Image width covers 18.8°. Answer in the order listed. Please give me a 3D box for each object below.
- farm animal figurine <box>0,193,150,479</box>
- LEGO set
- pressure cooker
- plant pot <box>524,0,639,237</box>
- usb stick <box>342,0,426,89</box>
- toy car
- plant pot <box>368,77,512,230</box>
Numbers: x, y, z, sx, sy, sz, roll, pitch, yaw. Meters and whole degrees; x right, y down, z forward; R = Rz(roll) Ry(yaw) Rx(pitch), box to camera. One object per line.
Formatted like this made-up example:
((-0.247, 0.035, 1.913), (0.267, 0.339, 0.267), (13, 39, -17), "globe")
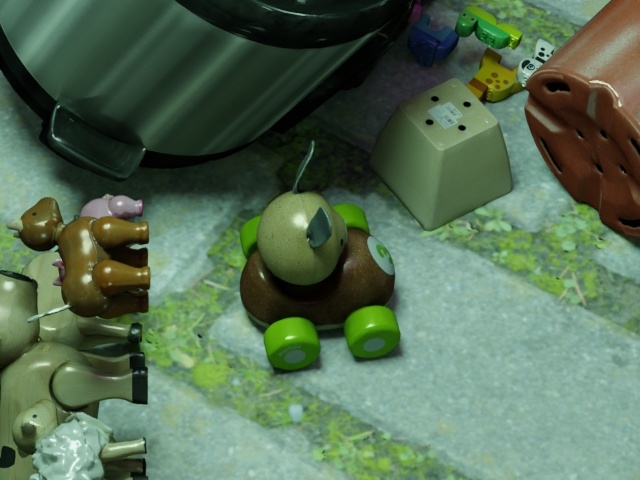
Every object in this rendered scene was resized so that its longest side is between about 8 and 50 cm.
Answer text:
((-0.237, 0.108, 1.668), (0.172, 0.330, 0.326), (-1, 80, -7), "farm animal figurine")
((0.148, -0.185, 2.005), (0.227, 0.087, 0.093), (31, 57, 13), "LEGO set")
((-0.131, -0.277, 1.869), (0.370, 0.420, 0.375), (-20, 79, -37), "pressure cooker")
((0.361, -0.155, 1.896), (0.265, 0.272, 0.272), (-38, 62, -18), "plant pot")
((0.074, -0.265, 2.089), (0.077, 0.045, 0.278), (29, 55, 11), "usb stick")
((0.000, 0.000, 1.779), (0.149, 0.188, 0.155), (-8, 52, -9), "toy car")
((0.124, -0.095, 1.922), (0.109, 0.096, 0.109), (-25, 57, -22), "plant pot")
